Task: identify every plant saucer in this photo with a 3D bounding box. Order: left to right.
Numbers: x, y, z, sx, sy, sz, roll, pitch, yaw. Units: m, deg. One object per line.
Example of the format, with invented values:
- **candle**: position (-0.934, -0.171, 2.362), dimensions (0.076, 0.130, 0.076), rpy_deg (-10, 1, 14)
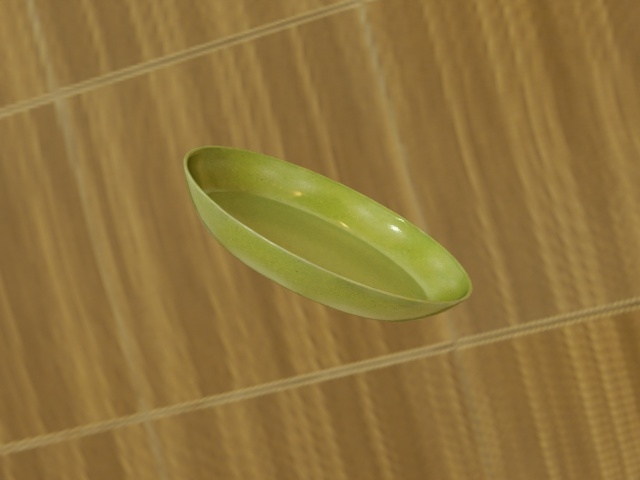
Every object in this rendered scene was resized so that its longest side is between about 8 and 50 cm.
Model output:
- **plant saucer**: position (0.000, 0.000, 1.306), dimensions (0.241, 0.241, 0.037), rpy_deg (30, 106, 14)
